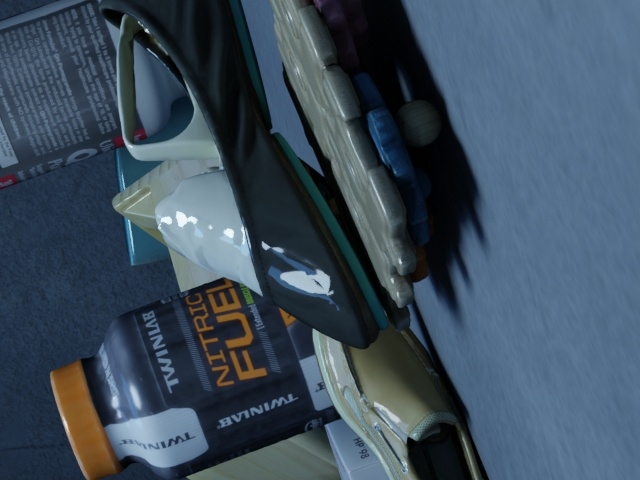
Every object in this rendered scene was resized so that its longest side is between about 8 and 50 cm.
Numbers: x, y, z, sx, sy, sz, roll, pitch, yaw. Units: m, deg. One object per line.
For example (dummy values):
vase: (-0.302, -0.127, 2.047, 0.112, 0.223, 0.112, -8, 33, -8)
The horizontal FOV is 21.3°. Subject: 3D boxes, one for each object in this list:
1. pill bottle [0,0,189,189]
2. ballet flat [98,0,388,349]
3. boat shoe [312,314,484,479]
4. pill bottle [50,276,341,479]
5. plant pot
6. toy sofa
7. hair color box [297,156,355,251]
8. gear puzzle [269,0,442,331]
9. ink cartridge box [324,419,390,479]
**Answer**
pill bottle: (-0.272, -0.177, 1.875, 0.176, 0.319, 0.176, 160, 90, -85)
ballet flat: (-0.054, -0.046, 0.957, 0.095, 0.096, 0.280, 70, 177, -62)
boat shoe: (0.060, 0.109, 1.031, 0.190, 0.068, 0.072, 60, 162, 5)
pill bottle: (-0.071, 0.096, 1.252, 0.130, 0.246, 0.130, 160, 90, -85)
plant pot: (-0.180, -0.107, 2.108, 0.166, 0.165, 0.234, -138, 37, -79)
toy sofa: (-0.056, 0.065, 1.598, 0.150, 0.177, 0.362, 38, -157, -45)
hair color box: (0.000, 0.000, 1.082, 0.072, 0.043, 0.141, 69, -170, 15)
gear puzzle: (0.026, -0.044, 0.904, 0.339, 0.044, 0.175, 81, 166, -77)
ink cartridge box: (0.048, 0.187, 1.382, 0.104, 0.060, 0.180, -118, 9, -58)
